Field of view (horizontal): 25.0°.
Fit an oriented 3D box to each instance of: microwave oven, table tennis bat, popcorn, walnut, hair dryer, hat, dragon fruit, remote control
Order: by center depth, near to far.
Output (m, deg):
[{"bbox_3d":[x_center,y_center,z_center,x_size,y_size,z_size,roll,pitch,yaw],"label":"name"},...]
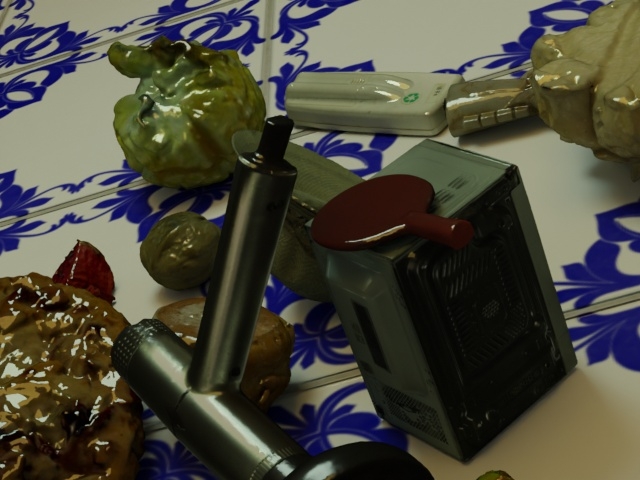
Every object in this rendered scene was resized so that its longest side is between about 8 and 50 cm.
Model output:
[{"bbox_3d":[-0.052,0.087,1.058,0.155,0.284,0.320,-18,44,-30],"label":"hair dryer"},{"bbox_3d":[0.055,-0.018,1.080,0.098,0.019,0.154,-37,31,-25],"label":"table tennis bat"},{"bbox_3d":[0.102,0.049,1.170,0.162,0.208,0.122,-37,33,-24],"label":"microwave oven"},{"bbox_3d":[0.000,0.000,1.395,0.110,0.252,0.252,-61,28,14],"label":"hat"},{"bbox_3d":[-0.144,0.011,1.519,0.092,0.092,0.092,-16,31,10],"label":"walnut"},{"bbox_3d":[-0.258,0.072,1.536,0.097,0.063,0.131,-48,24,20],"label":"dragon fruit"},{"bbox_3d":[-0.169,-0.160,1.702,0.198,0.212,0.198,-29,-2,-1],"label":"popcorn"},{"bbox_3d":[0.060,-0.169,1.705,0.230,0.049,0.090,7,43,37],"label":"remote control"}]

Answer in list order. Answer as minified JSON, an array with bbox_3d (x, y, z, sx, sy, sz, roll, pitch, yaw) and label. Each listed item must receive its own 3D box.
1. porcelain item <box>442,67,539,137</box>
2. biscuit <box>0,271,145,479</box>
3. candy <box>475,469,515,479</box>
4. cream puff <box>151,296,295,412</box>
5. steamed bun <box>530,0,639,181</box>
[{"bbox_3d":[0.244,-0.157,1.566,0.213,0.054,0.084,-7,35,22],"label":"porcelain item"},{"bbox_3d":[-0.299,0.159,1.289,0.289,0.081,0.334,-15,47,-2],"label":"biscuit"},{"bbox_3d":[0.096,0.210,1.102,0.123,0.035,0.035,-25,19,12],"label":"candy"},{"bbox_3d":[-0.093,0.112,1.294,0.144,0.103,0.126,11,23,16],"label":"cream puff"},{"bbox_3d":[0.360,-0.145,1.399,0.295,0.137,0.292,-26,29,-19],"label":"steamed bun"}]
